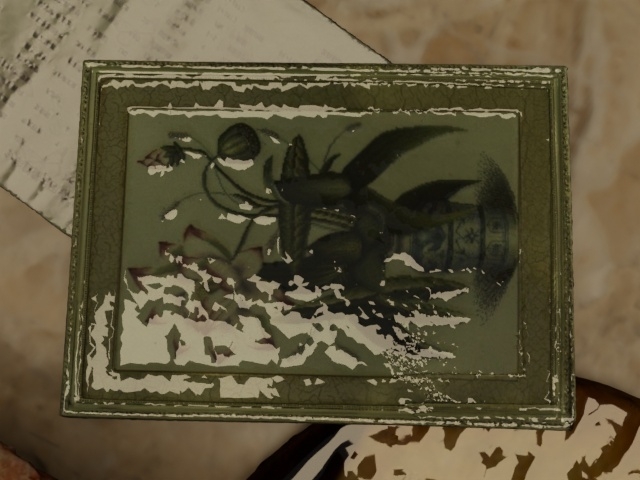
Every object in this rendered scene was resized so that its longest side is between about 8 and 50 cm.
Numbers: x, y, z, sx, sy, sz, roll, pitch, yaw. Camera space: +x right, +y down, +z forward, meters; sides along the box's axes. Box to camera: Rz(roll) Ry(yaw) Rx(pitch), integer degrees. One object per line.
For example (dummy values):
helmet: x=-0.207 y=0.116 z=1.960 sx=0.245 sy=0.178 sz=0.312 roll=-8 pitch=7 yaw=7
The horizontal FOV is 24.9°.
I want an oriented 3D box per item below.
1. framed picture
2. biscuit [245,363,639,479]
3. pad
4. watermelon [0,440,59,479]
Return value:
framed picture: x=0.000 y=0.000 z=0.663 sx=0.231 sy=0.010 sz=0.173 roll=0 pitch=77 yaw=0
biscuit: x=0.082 y=0.215 z=0.670 sx=0.318 sy=0.040 sz=0.317 roll=0 pitch=90 yaw=1
pad: x=-0.108 y=-0.090 z=0.688 sx=0.265 sy=0.009 sz=0.159 roll=36 pitch=89 yaw=0
watermelon: x=-0.091 y=0.174 z=0.590 sx=0.257 sy=0.193 sz=0.139 roll=15 pitch=60 yaw=26
